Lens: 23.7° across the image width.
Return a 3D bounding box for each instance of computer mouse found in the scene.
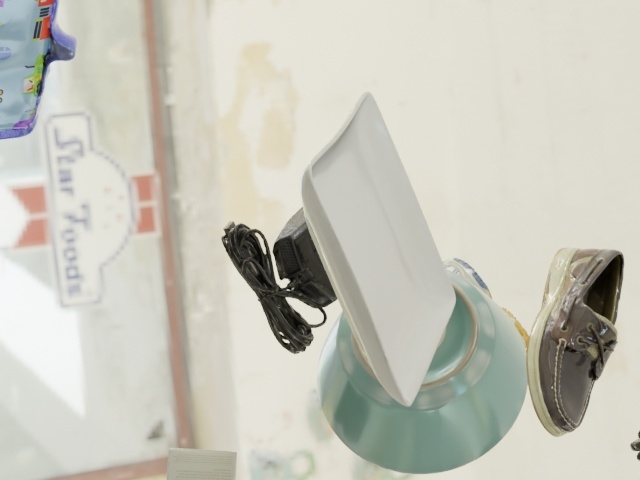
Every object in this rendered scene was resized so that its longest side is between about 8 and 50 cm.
[{"bbox_3d":[0.000,0.000,1.973,0.072,0.272,0.188,-4,-60,59],"label":"computer mouse"}]

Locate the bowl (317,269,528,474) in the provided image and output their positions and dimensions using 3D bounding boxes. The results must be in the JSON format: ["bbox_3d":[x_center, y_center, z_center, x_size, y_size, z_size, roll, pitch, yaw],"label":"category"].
[{"bbox_3d":[0.139,0.160,2.171,0.163,0.311,0.312,75,-4,-62],"label":"bowl"}]

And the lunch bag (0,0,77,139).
[{"bbox_3d":[-0.374,-0.203,1.436,0.138,0.293,0.221,-101,-158,-51],"label":"lunch bag"}]

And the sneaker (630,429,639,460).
[{"bbox_3d":[0.377,0.188,1.363,0.098,0.135,0.276,62,-14,0],"label":"sneaker"}]

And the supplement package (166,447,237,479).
[{"bbox_3d":[-0.181,0.408,2.289,0.105,0.105,0.179,106,-13,-74],"label":"supplement package"}]

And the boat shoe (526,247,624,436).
[{"bbox_3d":[0.333,0.118,1.950,0.092,0.103,0.285,-16,-141,35],"label":"boat shoe"}]

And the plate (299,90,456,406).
[{"bbox_3d":[0.058,0.005,1.653,0.277,0.045,0.278,66,23,-16],"label":"plate"}]

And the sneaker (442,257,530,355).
[{"bbox_3d":[0.233,0.136,2.505,0.112,0.131,0.296,62,-6,-35],"label":"sneaker"}]
